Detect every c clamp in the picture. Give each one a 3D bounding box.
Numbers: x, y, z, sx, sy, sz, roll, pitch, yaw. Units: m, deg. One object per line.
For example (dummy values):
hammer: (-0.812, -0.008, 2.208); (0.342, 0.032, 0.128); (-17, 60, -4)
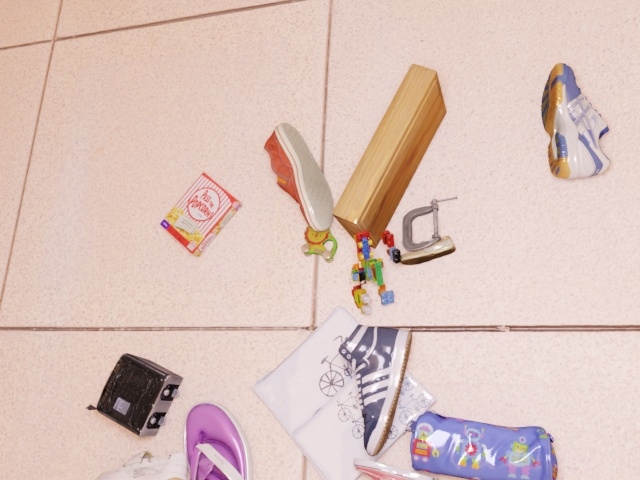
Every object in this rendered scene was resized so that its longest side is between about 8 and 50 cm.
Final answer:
c clamp: (0.261, -0.042, 1.562); (0.137, 0.022, 0.160); (-9, 47, 25)

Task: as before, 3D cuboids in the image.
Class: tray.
tray: (0.179, -0.198, 1.567); (0.076, 0.203, 0.410); (26, 82, 24)

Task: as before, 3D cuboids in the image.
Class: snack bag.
snack bag: (0.045, 0.361, 1.521); (0.323, 0.037, 0.342); (-44, 65, 1)

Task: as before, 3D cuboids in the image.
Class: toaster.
toaster: (-0.466, 0.392, 1.641); (0.186, 0.110, 0.168); (20, 79, 23)

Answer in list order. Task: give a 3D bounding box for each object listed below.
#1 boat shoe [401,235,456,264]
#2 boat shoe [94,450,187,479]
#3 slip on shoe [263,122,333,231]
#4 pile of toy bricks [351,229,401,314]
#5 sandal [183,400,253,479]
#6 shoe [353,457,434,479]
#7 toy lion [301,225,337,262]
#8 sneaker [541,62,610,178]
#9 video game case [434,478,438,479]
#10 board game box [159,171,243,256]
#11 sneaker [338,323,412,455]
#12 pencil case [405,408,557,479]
boat shoe: (0.257, 0.024, 1.556); (0.136, 0.050, 0.045); (-15, 65, 3)
boat shoe: (-0.436, 0.570, 1.585); (0.277, 0.098, 0.096); (-13, 50, 24)
slip on shoe: (-0.059, -0.158, 1.694); (0.101, 0.123, 0.331); (-39, 63, 29)
pile of toy bricks: (0.120, 0.059, 1.548); (0.118, 0.212, 0.105); (-15, 26, -17)
sandal: (-0.241, 0.577, 1.509); (0.170, 0.102, 0.416); (-22, 67, 11)
shoe: (0.151, 0.529, 1.386); (0.178, 0.063, 0.081); (11, 73, 13)
toy lion: (0.000, 0.000, 1.660); (0.100, 0.034, 0.096); (17, 71, 22)
sneaker: (0.606, -0.281, 1.521); (0.131, 0.112, 0.296); (1, 74, 1)
video game case: (0.188, 0.635, 1.389); (0.184, 0.023, 0.201); (-16, 69, 13)
board game box: (-0.331, -0.073, 1.785); (0.147, 0.045, 0.193); (38, 87, 25)
sneaker: (0.101, 0.323, 1.437); (0.153, 0.099, 0.282); (13, 71, 14)
pencil case: (0.337, 0.438, 1.351); (0.306, 0.119, 0.133); (3, 72, 19)
